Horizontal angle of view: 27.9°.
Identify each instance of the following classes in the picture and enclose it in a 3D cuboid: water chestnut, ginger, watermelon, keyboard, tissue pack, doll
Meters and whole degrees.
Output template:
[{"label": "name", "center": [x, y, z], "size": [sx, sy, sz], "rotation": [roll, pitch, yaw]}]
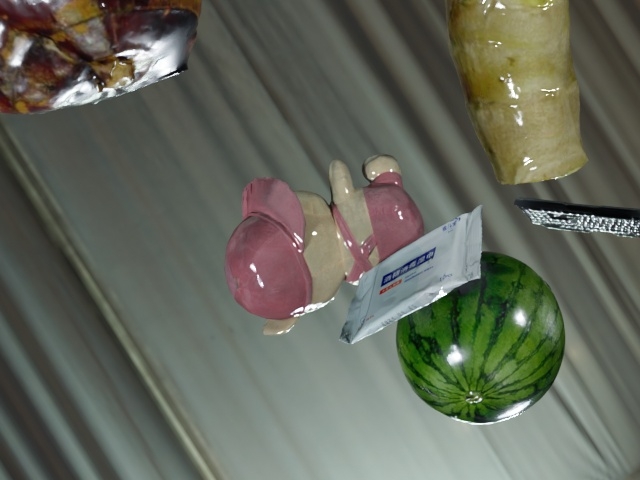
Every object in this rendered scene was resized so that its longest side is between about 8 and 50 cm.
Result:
[{"label": "water chestnut", "center": [-0.321, -0.323, 1.566], "size": [0.335, 0.346, 0.335], "rotation": [-20, 173, -3]}, {"label": "ginger", "center": [0.171, -0.171, 1.141], "size": [0.117, 0.262, 0.109], "rotation": [-6, -161, 28]}, {"label": "watermelon", "center": [0.223, 0.136, 1.797], "size": [0.242, 0.242, 0.242], "rotation": [-32, -179, 1]}, {"label": "keyboard", "center": [0.448, -0.035, 2.115], "size": [0.262, 0.106, 0.016], "rotation": [8, -107, 38]}, {"label": "tissue pack", "center": [0.105, 0.042, 1.455], "size": [0.193, 0.026, 0.122], "rotation": [-30, -151, 30]}, {"label": "doll", "center": [-0.001, 0.000, 1.620], "size": [0.256, 0.196, 0.152], "rotation": [-18, -179, -14]}]
